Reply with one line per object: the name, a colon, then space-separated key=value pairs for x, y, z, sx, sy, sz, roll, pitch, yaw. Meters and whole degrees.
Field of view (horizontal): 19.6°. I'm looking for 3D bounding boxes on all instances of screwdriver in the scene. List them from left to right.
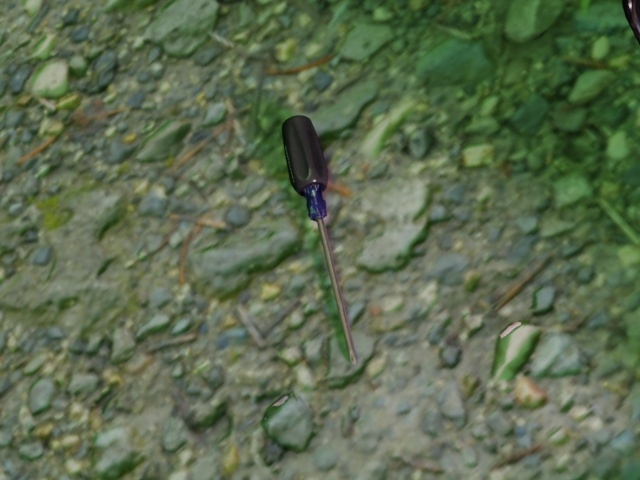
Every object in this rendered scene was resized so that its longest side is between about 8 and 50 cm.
screwdriver: x=0.000 y=0.000 z=1.096 sx=0.025 sy=0.024 sz=0.170 roll=-36 pitch=54 yaw=42

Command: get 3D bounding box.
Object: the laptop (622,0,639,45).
laptop: x=0.121 y=-0.178 z=0.903 sx=0.408 sy=0.382 sz=0.236 roll=36 pitch=82 yaw=36
